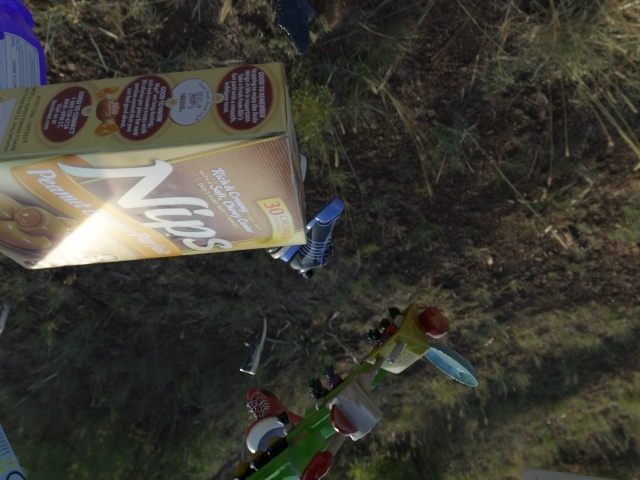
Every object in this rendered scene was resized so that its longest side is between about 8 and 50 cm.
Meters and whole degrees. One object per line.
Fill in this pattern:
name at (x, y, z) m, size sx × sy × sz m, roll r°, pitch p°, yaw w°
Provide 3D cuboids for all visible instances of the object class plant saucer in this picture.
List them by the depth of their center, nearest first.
plant saucer at (0.249, 0.232, 0.819) m, size 0.021 × 0.119 × 0.119 m, roll -50°, pitch 143°, yaw -17°

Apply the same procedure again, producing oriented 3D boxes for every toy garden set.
toy garden set at (-0.005, 0.144, 0.357) m, size 0.203 × 0.049 × 0.244 m, roll -48°, pitch 167°, yaw 29°

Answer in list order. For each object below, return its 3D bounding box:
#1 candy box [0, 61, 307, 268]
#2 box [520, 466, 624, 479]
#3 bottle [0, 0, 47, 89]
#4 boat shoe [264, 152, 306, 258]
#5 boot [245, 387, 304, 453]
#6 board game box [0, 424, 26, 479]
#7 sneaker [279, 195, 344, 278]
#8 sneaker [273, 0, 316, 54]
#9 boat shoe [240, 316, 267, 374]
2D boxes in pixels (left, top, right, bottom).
candy box at (-0.178, -0.058, 0.416) m, size 0.317 × 0.087 × 0.182 m, roll -5°, pitch 152°, yaw 1°
box at (0.358, 0.352, 0.344) m, size 0.346 × 0.168 × 0.214 m, roll -14°, pitch 102°, yaw 38°
bottle at (-0.438, -0.243, 0.578) m, size 0.118 × 0.282 × 0.092 m, roll -10°, pitch 171°, yaw 7°
boat shoe at (-0.073, -0.070, 0.675) m, size 0.079 × 0.232 × 0.084 m, roll 31°, pitch 129°, yaw -30°
boot at (-0.128, 0.387, 0.939) m, size 0.088 × 0.176 × 0.244 m, roll -56°, pitch 150°, yaw -7°
board game box at (-0.548, 0.295, 0.579) m, size 0.142 × 0.275 × 0.144 m, roll -38°, pitch 168°, yaw 13°
sneaker at (0.000, 0.000, 0.928) m, size 0.090 × 0.081 × 0.232 m, roll 40°, pitch 135°, yaw -2°
sneaker at (-0.077, -0.493, 0.922) m, size 0.170 × 0.051 × 0.089 m, roll 35°, pitch 103°, yaw -26°
boat shoe at (-0.179, 0.278, 1.148) m, size 0.049 × 0.152 × 0.056 m, roll 15°, pitch 159°, yaw -15°
